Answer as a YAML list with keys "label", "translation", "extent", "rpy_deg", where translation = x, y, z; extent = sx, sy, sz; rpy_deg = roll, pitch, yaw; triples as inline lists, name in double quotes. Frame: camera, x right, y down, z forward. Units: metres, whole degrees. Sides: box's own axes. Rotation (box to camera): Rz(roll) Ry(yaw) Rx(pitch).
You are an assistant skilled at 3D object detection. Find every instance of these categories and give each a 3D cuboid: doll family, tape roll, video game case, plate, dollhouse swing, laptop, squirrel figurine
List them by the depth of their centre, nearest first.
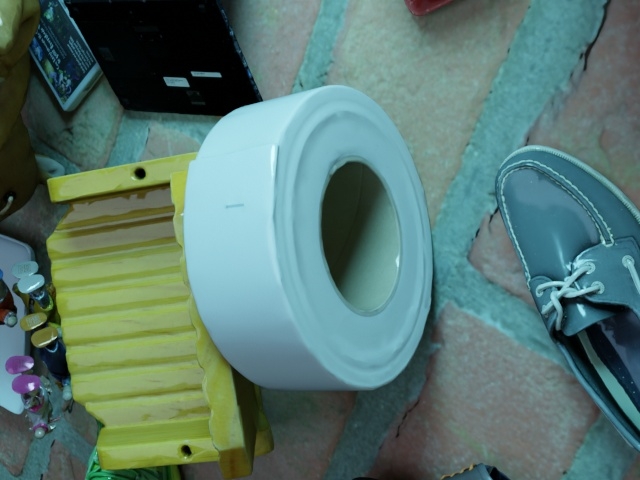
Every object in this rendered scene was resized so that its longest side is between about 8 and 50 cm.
- label: "tape roll"
  translation: [0.000, 0.000, 0.820]
  extent: [0.100, 0.286, 0.286]
  rpy_deg: [-7, 95, 34]
- label: "dollhouse swing"
  translation: [-0.206, 0.090, 0.943]
  extent: [0.315, 0.305, 0.347]
  rpy_deg: [-8, 94, 13]
- label: "laptop"
  translation: [-0.169, -0.290, 1.014]
  extent: [0.234, 0.137, 0.264]
  rpy_deg: [9, 140, 32]
- label: "squirrel figurine"
  translation: [-0.446, -0.217, 1.097]
  extent: [0.280, 0.397, 0.370]
  rpy_deg: [-6, 141, 0]
- label: "video game case"
  translation: [-0.338, -0.300, 1.157]
  extent: [0.173, 0.022, 0.190]
  rpy_deg: [-39, 77, 33]
- label: "doll family"
  translation: [-0.374, 0.133, 1.175]
  extent: [0.263, 0.118, 0.163]
  rpy_deg: [61, 161, 26]
- label: "plate"
  translation: [-0.535, 0.098, 1.355]
  extent: [0.277, 0.045, 0.278]
  rpy_deg: [18, 109, 29]

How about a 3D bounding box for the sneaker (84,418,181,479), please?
- label: "sneaker"
  translation: [-0.260, 0.301, 1.157]
  extent: [0.109, 0.123, 0.296]
  rpy_deg: [-20, 87, 36]

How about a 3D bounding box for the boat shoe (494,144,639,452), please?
- label: "boat shoe"
  translation: [0.251, 0.054, 0.772]
  extent: [0.116, 0.099, 0.320]
  rpy_deg: [-36, 79, 34]

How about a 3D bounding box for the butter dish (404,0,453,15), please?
- label: "butter dish"
  translation: [0.102, -0.310, 0.792]
  extent: [0.160, 0.118, 0.160]
  rpy_deg: [-20, 87, 36]

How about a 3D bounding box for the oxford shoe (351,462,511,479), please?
- label: "oxford shoe"
  translation: [0.147, 0.277, 0.907]
  extent: [0.271, 0.097, 0.098]
  rpy_deg: [7, 83, 29]
